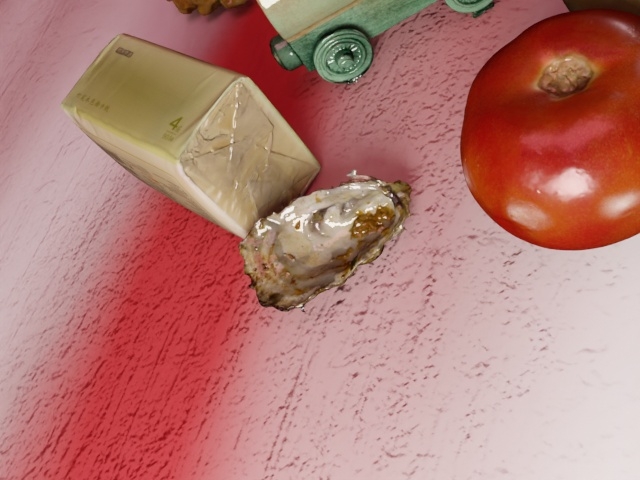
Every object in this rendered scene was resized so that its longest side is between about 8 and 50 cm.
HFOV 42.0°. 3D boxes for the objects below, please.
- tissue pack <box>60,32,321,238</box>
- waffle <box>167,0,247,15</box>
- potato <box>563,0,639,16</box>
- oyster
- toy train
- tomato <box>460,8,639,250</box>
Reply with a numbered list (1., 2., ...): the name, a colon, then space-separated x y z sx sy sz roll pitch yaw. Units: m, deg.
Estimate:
1. tissue pack: -0.138 -0.111 0.874 0.234 0.159 0.125 26 75 42
2. waffle: -0.111 -0.413 1.147 0.253 0.056 0.249 0 59 34
3. potato: 0.291 -0.279 0.727 0.165 0.165 0.262 1 53 34
4. oyster: 0.007 -0.003 0.776 0.177 0.056 0.105 -40 52 3
5. toy train: 0.056 -0.285 0.862 0.285 0.177 0.116 -26 49 14
6. tomato: 0.202 -0.083 0.649 0.195 0.136 0.195 -17 49 21
